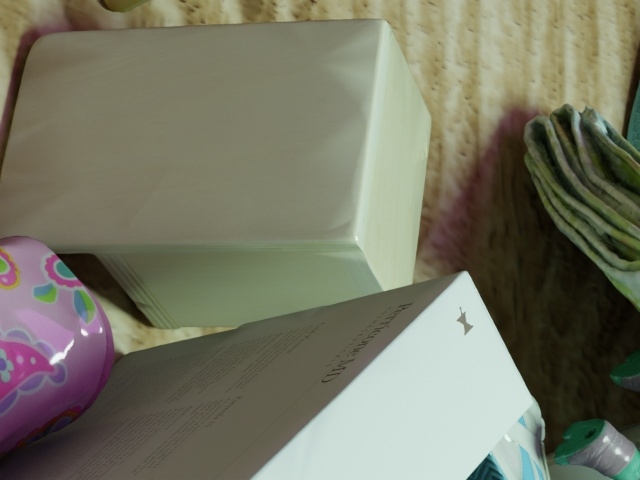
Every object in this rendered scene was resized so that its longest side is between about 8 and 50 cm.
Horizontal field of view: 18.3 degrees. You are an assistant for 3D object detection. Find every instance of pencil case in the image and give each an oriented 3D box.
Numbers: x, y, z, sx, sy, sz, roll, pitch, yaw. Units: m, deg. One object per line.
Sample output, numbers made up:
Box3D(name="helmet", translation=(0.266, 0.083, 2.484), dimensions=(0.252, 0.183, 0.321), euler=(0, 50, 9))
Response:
Box3D(name="pencil case", translation=(-0.244, 0.074, 1.044), dimensions=(0.284, 0.124, 0.124), euler=(-16, 88, -48))

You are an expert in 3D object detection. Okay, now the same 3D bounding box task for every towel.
Box3D(name="towel", translation=(0.309, 0.078, 1.497), dimensions=(0.374, 0.090, 0.320), euler=(46, 7, -22))

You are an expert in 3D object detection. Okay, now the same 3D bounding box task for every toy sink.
Box3D(name="toy sink", translation=(-0.062, -0.036, 1.233), dimensions=(0.131, 0.234, 0.153), euler=(59, 34, -58))

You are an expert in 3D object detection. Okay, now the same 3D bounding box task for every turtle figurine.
Box3D(name="turtle figurine", translation=(0.280, 0.195, 1.417), dimensions=(0.234, 0.118, 0.175), euler=(49, 45, -10))

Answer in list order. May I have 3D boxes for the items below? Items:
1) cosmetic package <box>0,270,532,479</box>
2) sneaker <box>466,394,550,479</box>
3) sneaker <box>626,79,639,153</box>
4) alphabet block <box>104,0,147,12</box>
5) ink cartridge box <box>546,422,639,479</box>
Box3D(name="cosmetic package", translation=(-0.101, 0.166, 1.033), dimensions=(0.377, 0.284, 0.097), euler=(-41, 106, -44))
Box3D(name="sneaker", translation=(0.130, 0.165, 1.415), dimensions=(0.092, 0.087, 0.229), euler=(-32, 102, -48))
Box3D(name="sneaker", translation=(0.392, -0.142, 1.761), dimensions=(0.208, 0.127, 0.319), euler=(37, 63, -29))
Box3D(name="alphabet block", translation=(-0.066, -0.290, 1.285), dimensions=(0.193, 0.197, 0.192), euler=(-40, 107, -45))
Box3D(name="ink cartridge box", translation=(0.252, 0.246, 1.510), dimensions=(0.148, 0.086, 0.203), euler=(-13, 87, -46))
